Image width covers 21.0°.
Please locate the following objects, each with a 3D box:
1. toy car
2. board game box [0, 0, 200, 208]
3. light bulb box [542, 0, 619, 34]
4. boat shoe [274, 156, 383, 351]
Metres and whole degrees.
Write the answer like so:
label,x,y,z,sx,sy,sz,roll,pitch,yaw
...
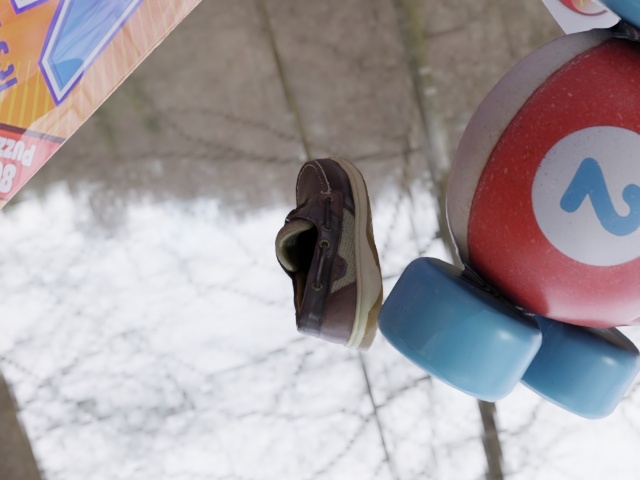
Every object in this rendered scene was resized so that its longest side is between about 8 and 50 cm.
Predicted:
label,x,y,z,sx,sy,sz,roll,pitch,yaw
toy car,0.193,0.015,0.773,0.238,0.219,0.210,37,-168,34
board game box,-0.254,-0.287,0.917,0.356,0.356,0.356,18,-130,25
light bulb box,0.311,-0.362,1.171,0.361,0.225,0.358,-35,177,-30
boat shoe,0.000,0.000,0.949,0.049,0.056,0.152,10,-149,-17
